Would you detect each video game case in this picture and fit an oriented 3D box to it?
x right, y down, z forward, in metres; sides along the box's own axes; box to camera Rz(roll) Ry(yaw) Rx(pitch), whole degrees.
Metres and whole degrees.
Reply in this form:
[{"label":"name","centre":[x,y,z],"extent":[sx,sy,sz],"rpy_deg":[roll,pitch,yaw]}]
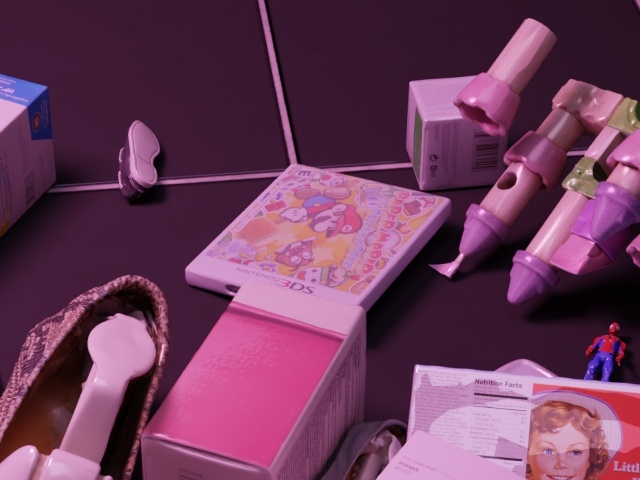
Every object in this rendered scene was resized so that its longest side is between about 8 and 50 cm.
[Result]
[{"label":"video game case","centre":[0.000,0.000,1.907],"extent":[0.206,0.026,0.227],"rpy_deg":[14,39,28]}]

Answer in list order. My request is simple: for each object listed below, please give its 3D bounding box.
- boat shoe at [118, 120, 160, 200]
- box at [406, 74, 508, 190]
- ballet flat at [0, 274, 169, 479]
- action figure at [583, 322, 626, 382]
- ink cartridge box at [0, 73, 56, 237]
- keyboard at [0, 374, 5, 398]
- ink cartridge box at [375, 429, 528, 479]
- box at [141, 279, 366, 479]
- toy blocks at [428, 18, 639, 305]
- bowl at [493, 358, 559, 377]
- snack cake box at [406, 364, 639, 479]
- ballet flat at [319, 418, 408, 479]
[{"label":"boat shoe","centre":[-0.211,-0.091,2.033],"extent":[0.046,0.038,0.125],"rpy_deg":[34,27,-30]},{"label":"box","centre":[0.156,-0.124,2.025],"extent":[0.102,0.101,0.087],"rpy_deg":[-5,38,-7]},{"label":"ballet flat","centre":[-0.222,0.187,1.493],"extent":[0.164,0.182,0.483],"rpy_deg":[32,34,-13]},{"label":"action figure","centre":[0.284,0.121,1.775],"extent":[0.038,0.030,0.115],"rpy_deg":[8,36,18]},{"label":"ink cartridge box","centre":[-0.381,-0.065,1.919],"extent":[0.078,0.134,0.231],"rpy_deg":[17,40,18]},{"label":"keyboard","centre":[-0.339,0.216,1.531],"extent":[0.201,0.033,0.317],"rpy_deg":[12,43,-40]},{"label":"ink cartridge box","centre":[0.050,0.316,1.375],"extent":[0.117,0.207,0.283],"rpy_deg":[23,43,24]},{"label":"box","centre":[-0.056,0.169,1.610],"extent":[0.127,0.148,0.232],"rpy_deg":[13,39,17]},{"label":"toy blocks","centre":[0.291,-0.020,1.845],"extent":[0.288,0.309,0.260],"rpy_deg":[26,77,45]},{"label":"bowl","centre":[0.197,0.171,1.689],"extent":[0.142,0.053,0.142],"rpy_deg":[-28,47,-33]},{"label":"snack cake box","centre":[0.207,0.203,1.567],"extent":[0.264,0.089,0.152],"rpy_deg":[5,69,7]},{"label":"ballet flat","centre":[0.031,0.233,1.584],"extent":[0.068,0.072,0.213],"rpy_deg":[-16,26,32]}]
